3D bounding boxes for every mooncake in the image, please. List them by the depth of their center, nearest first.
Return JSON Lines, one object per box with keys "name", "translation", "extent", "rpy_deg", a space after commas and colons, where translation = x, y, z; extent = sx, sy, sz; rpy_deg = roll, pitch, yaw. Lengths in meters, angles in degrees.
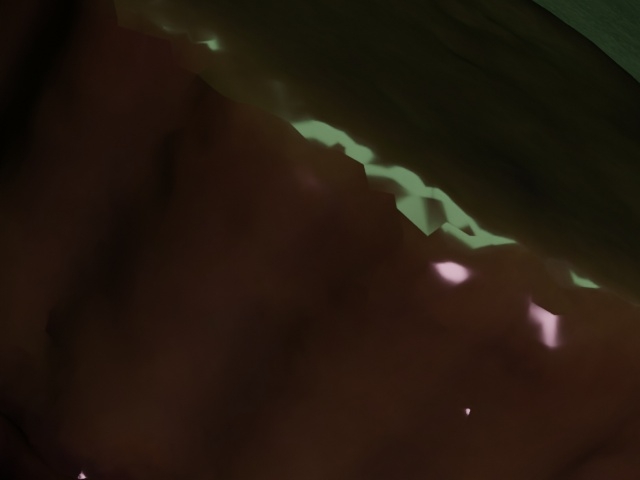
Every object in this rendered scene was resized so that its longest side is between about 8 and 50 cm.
{"name": "mooncake", "translation": [0.002, 0.000, 0.702], "extent": [0.324, 0.187, 0.324], "rpy_deg": [29, 20, -11]}
